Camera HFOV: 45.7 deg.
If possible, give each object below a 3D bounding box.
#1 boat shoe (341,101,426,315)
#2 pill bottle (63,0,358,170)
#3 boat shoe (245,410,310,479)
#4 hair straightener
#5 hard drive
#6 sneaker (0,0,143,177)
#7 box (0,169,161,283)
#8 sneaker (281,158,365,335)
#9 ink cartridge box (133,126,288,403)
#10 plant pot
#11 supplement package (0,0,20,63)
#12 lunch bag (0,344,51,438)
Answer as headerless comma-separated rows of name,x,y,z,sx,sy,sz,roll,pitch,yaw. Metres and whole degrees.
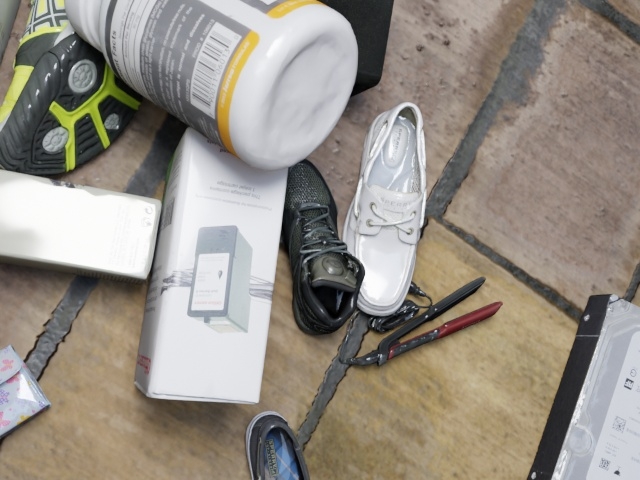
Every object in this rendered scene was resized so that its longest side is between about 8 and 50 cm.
boat shoe,0.085,-0.044,0.968,0.098,0.096,0.277,6,80,-6
pill bottle,-0.113,-0.198,0.743,0.278,0.162,0.162,35,72,26
boat shoe,-0.036,0.319,0.904,0.080,0.076,0.229,-8,86,-17
hair straightener,0.123,0.099,1.005,0.230,0.047,0.089,-23,69,-12
hard drive,0.433,0.274,1.057,0.237,0.064,0.339,27,78,-12
sneaker,-0.278,-0.251,0.891,0.147,0.145,0.385,24,83,25
box,-0.323,-0.019,0.843,0.275,0.113,0.094,11,80,-16
sneaker,0.000,0.000,0.928,0.087,0.130,0.228,-5,83,-19
ink cartridge box,-0.126,0.035,0.848,0.114,0.198,0.273,9,81,-17
plant pot,-0.016,-0.262,0.933,0.167,0.188,0.187,14,79,-26
supplement package,-0.410,-0.349,0.821,0.175,0.177,0.293,15,80,-14
lunch bag,-0.353,0.169,0.842,0.071,0.053,0.083,-32,84,-19
